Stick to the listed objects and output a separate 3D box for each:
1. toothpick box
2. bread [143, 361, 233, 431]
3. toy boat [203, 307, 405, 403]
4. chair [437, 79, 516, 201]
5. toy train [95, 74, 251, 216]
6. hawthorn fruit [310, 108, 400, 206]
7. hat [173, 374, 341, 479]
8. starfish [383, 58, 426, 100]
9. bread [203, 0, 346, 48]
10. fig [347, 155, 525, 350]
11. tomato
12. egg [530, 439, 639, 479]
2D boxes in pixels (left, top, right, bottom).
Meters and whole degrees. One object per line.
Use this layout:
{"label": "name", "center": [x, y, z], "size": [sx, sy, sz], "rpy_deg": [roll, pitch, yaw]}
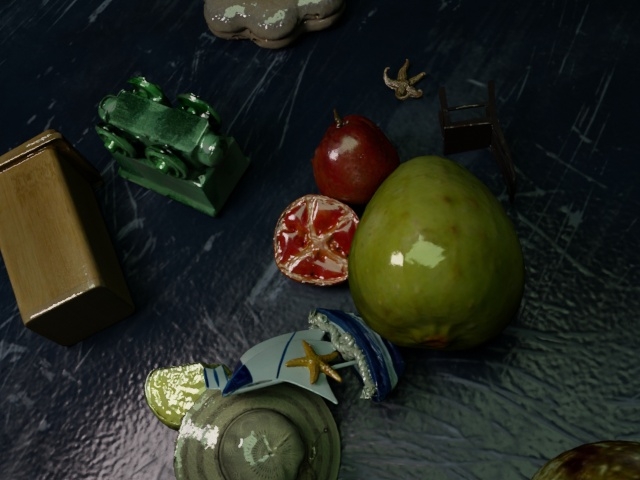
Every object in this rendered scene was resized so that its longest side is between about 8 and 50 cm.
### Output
{"label": "toothpick box", "center": [-0.453, 0.004, 1.341], "size": [0.190, 0.187, 0.308], "rpy_deg": [-27, 65, -2]}
{"label": "bread", "center": [-0.200, 0.242, 1.196], "size": [0.129, 0.114, 0.111], "rpy_deg": [-15, 68, 9]}
{"label": "toy boat", "center": [-0.032, 0.186, 1.149], "size": [0.291, 0.067, 0.220], "rpy_deg": [-13, 36, -21]}
{"label": "chair", "center": [0.259, -0.157, 1.300], "size": [0.101, 0.084, 0.213], "rpy_deg": [-7, 63, 6]}
{"label": "toy train", "center": [-0.268, -0.171, 1.364], "size": [0.266, 0.202, 0.145], "rpy_deg": [24, 71, 22]}
{"label": "hawthorn fruit", "center": [0.052, -0.138, 1.293], "size": [0.148, 0.172, 0.148], "rpy_deg": [-19, 28, 11]}
{"label": "hat", "center": [-0.077, 0.295, 1.082], "size": [0.252, 0.110, 0.252], "rpy_deg": [4, 75, -14]}
{"label": "starfish", "center": [0.154, -0.293, 1.423], "size": [0.078, 0.028, 0.091], "rpy_deg": [2, 62, 8]}
{"label": "bread", "center": [-0.060, -0.475, 1.527], "size": [0.337, 0.102, 0.183], "rpy_deg": [-25, 65, -2]}
{"label": "fig", "center": [0.171, 0.008, 1.148], "size": [0.258, 0.258, 0.326], "rpy_deg": [-3, 47, 12]}
{"label": "tomato", "center": [0.000, 0.000, 1.282], "size": [0.155, 0.069, 0.156], "rpy_deg": [0, 89, 9]}
{"label": "egg", "center": [0.377, 0.358, 0.927], "size": [0.289, 0.238, 0.238], "rpy_deg": [-9, 62, 1]}
